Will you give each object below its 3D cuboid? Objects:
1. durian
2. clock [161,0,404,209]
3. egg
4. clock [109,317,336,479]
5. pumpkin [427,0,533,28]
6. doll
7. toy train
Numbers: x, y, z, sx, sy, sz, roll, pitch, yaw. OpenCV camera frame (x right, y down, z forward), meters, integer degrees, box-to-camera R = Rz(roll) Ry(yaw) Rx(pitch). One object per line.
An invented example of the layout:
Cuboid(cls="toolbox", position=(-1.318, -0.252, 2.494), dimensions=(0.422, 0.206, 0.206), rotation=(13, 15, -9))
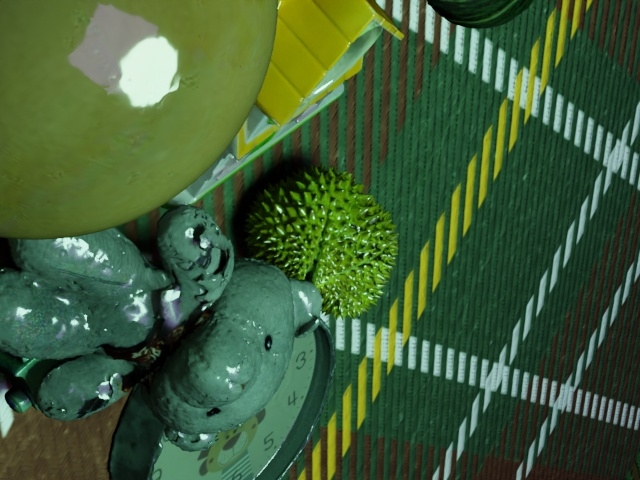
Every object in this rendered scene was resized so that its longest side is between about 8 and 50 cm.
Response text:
Cuboid(cls="durian", position=(0.012, 0.001, 1.685), dimensions=(0.146, 0.159, 0.198), rotation=(-60, 151, 1))
Cuboid(cls="clock", position=(-0.042, -0.181, 1.322), dimensions=(0.235, 0.166, 0.309), rotation=(-39, 175, -31))
Cuboid(cls="egg", position=(-0.175, -0.154, 1.009), dimensions=(0.374, 0.301, 0.301), rotation=(-70, -177, -77))
Cuboid(cls="clock", position=(-0.102, 0.195, 1.786), dimensions=(0.312, 0.061, 0.313), rotation=(-37, 144, -33))
Cuboid(cls="pumpkin", position=(0.159, -0.321, 1.633), dimensions=(0.211, 0.152, 0.212), rotation=(-17, 112, -51))
Cuboid(cls="doll", position=(-0.148, 0.087, 1.415), dimensions=(0.246, 0.158, 0.340), rotation=(-50, 142, 10))
Cuboid(cls="toy train", position=(-0.233, 0.087, 1.495), dimensions=(0.172, 0.070, 0.099), rotation=(-43, 138, -24))
